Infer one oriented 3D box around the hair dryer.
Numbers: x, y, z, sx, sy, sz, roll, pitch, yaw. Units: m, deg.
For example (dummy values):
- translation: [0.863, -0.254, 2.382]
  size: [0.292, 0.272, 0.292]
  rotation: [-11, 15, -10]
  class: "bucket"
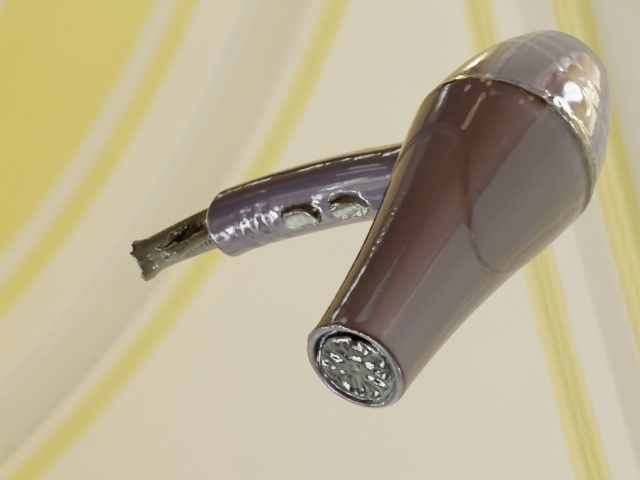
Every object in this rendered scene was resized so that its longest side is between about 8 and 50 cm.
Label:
- translation: [0.000, 0.000, 1.213]
  size: [0.361, 0.121, 0.301]
  rotation: [-12, -151, 43]
  class: "hair dryer"
